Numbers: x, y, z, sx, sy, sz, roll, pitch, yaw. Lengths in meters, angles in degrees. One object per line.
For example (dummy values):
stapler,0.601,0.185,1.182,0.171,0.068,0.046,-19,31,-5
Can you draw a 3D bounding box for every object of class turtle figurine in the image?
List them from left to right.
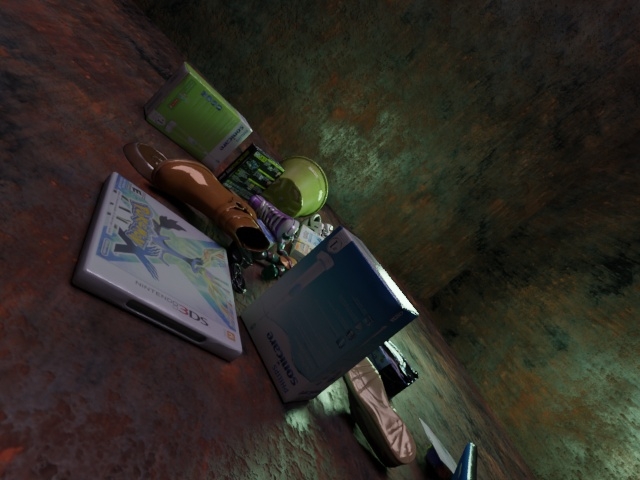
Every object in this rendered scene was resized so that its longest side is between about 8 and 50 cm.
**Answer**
turtle figurine,-0.096,0.063,1.219,0.175,0.118,0.234,38,20,29

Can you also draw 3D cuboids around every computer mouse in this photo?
computer mouse,-0.202,0.061,0.996,0.071,0.041,0.242,59,6,-23

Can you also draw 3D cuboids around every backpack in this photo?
backpack,0.201,0.385,1.265,0.173,0.116,0.158,54,12,23

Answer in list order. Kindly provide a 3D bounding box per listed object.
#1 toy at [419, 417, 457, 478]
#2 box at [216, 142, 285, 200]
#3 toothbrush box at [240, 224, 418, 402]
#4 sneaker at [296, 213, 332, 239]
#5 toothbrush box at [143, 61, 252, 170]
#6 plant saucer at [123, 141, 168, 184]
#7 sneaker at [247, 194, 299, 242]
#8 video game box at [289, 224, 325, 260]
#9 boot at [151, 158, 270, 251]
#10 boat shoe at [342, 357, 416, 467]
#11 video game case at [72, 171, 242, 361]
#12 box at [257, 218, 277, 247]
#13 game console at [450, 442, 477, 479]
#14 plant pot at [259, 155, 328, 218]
toy,0.342,0.626,1.158,0.237,0.056,0.137,49,6,-26
box,-0.247,-0.239,1.483,0.045,0.184,0.190,53,12,28
toothbrush box,0.011,0.153,0.843,0.216,0.295,0.126,54,11,30
sneaker,0.000,0.000,1.756,0.122,0.146,0.331,39,15,-46
toothbrush box,-0.407,-0.409,1.381,0.283,0.206,0.122,38,14,-42
plant saucer,-0.420,-0.192,1.049,0.168,0.029,0.168,46,12,-12
sneaker,-0.180,-0.079,1.405,0.161,0.102,0.282,40,-4,-25
video game box,-0.017,0.046,1.575,0.187,0.048,0.205,32,27,-10
boot,-0.258,-0.075,0.999,0.283,0.109,0.220,36,10,-50
boat shoe,0.110,0.388,0.961,0.102,0.092,0.285,-4,52,-45
video game case,-0.281,0.039,0.767,0.300,0.036,0.329,41,13,-36
box,-0.209,-0.027,1.270,0.109,0.042,0.178,52,10,14
game console,0.348,0.630,0.887,0.173,0.251,0.293,24,0,23
plant pot,-0.127,-0.199,1.714,0.276,0.276,0.254,48,22,-5
